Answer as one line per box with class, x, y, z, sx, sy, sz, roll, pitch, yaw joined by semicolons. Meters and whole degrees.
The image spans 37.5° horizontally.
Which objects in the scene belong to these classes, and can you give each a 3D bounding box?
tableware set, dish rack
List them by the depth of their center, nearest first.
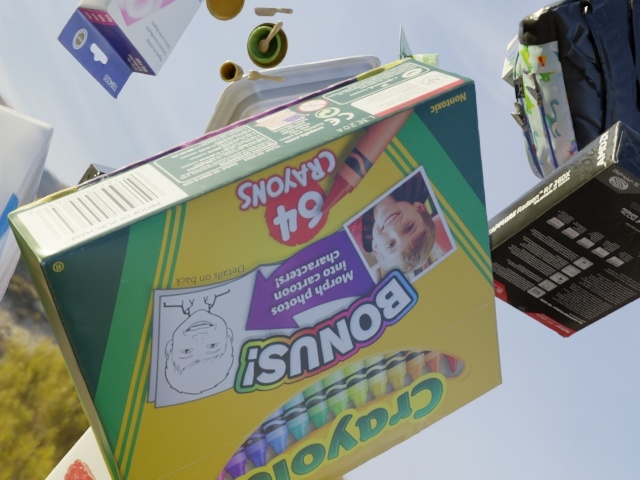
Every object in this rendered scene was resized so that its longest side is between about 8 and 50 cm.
tableware set;-0.080;-0.242;0.989;0.104;0.024;0.154;8;-81;22
dish rack;-0.056;-0.183;1.597;0.072;0.286;0.333;68;-28;15

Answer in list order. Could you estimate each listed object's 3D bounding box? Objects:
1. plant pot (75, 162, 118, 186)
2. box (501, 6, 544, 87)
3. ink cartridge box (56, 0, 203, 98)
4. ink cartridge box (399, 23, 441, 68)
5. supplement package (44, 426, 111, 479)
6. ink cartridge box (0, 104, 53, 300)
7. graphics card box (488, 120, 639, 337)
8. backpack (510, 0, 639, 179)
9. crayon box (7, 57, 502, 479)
plant pot;-0.376;-0.041;1.728;0.167;0.188;0.187;34;0;-24
box;0.442;-0.366;1.878;0.103;0.203;0.114;37;-57;-8
ink cartridge box;-0.368;-0.472;1.934;0.071;0.330;0.324;27;-7;13
ink cartridge box;0.183;-0.259;1.685;0.235;0.056;0.171;55;36;-69
supplement package;-0.224;0.334;1.144;0.177;0.293;0.175;49;19;24
ink cartridge box;-0.549;0.015;1.399;0.166;0.285;0.395;22;-37;-11
graphics card box;0.410;-0.001;1.432;0.233;0.094;0.371;30;-36;-12
backpack;0.478;-0.238;1.636;0.273;0.290;0.355;-15;-84;63
crayon box;-0.026;0.058;0.787;0.106;0.363;0.313;35;-36;52
